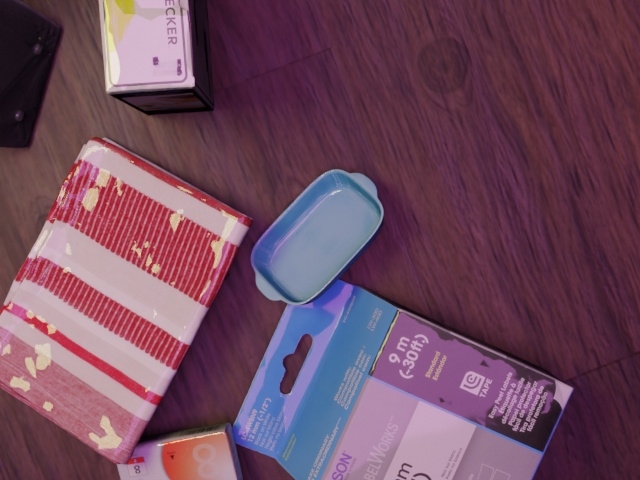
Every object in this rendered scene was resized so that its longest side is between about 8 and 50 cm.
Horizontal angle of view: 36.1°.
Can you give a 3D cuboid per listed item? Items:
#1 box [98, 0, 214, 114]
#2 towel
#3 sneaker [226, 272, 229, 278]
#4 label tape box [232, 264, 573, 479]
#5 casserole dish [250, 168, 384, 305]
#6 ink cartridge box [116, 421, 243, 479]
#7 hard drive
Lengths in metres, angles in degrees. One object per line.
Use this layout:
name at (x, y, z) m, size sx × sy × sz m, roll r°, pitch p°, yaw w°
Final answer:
box at (-0.172, -0.231, 1.066) m, size 0.087 × 0.290 × 0.169 m, roll -4°, pitch 94°, yaw -3°
towel at (-0.253, 0.067, 1.170) m, size 0.237 × 0.037 × 0.329 m, roll 28°, pitch 92°, yaw 14°
sneaker at (-0.181, 0.040, 1.203) m, size 0.170 × 0.051 × 0.089 m, roll -35°, pitch 94°, yaw -5°
label tape box at (0.091, 0.213, 1.193) m, size 0.347 × 0.115 × 0.249 m, roll 24°, pitch 92°, yaw -5°
casserole dish at (0.000, 0.000, 1.193) m, size 0.188 × 0.037 × 0.114 m, roll -47°, pitch 60°, yaw -1°
ink cartridge box at (-0.164, 0.325, 1.212) m, size 0.145 × 0.045 × 0.179 m, roll -12°, pitch 93°, yaw 6°
hard drive at (-0.395, -0.198, 1.085) m, size 0.054 × 0.254 × 0.172 m, roll 17°, pitch 93°, yaw 18°
